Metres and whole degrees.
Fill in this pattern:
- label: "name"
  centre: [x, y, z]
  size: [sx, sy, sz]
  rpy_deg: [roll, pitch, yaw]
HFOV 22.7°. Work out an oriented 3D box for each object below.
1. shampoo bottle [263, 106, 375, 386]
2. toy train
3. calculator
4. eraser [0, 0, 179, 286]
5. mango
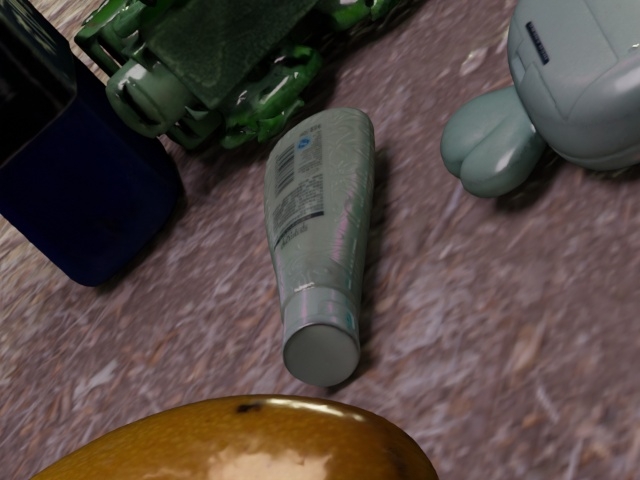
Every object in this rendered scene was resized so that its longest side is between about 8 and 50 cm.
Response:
- label: "shampoo bottle"
  centre: [0.000, 0.000, 0.782]
  size: [0.069, 0.041, 0.190]
  rpy_deg: [-31, 27, 17]
- label: "toy train"
  centre: [-0.043, -0.163, 1.015]
  size: [0.243, 0.132, 0.188]
  rpy_deg: [-45, 17, -3]
- label: "calculator"
  centre: [0.168, -0.120, 0.695]
  size: [0.295, 0.042, 0.184]
  rpy_deg: [-38, 25, 16]
- label: "eraser"
  centre: [-0.228, -0.120, 0.985]
  size: [0.101, 0.332, 0.155]
  rpy_deg: [-42, 23, 5]
- label: "mango"
  centre: [-0.071, 0.152, 0.564]
  size: [0.262, 0.109, 0.157]
  rpy_deg: [-33, 42, -6]
